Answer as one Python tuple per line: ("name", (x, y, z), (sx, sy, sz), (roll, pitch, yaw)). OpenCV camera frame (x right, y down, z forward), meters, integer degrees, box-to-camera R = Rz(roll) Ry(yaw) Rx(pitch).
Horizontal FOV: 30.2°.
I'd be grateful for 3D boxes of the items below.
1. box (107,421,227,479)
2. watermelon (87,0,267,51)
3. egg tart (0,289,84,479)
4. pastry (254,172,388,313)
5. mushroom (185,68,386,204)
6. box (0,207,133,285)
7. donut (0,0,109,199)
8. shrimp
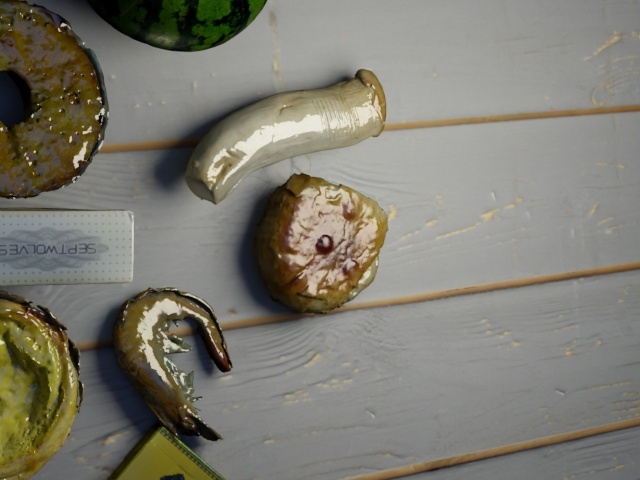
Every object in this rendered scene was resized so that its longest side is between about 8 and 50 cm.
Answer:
("box", (-0.272, 0.421, 1.735), (0.153, 0.041, 0.279), (45, 74, -18))
("watermelon", (-0.198, -0.401, 1.617), (0.285, 0.285, 0.285), (-1, 92, -24))
("egg tart", (-0.463, 0.205, 1.616), (0.279, 0.095, 0.278), (2, 86, -27))
("pastry", (0.000, 0.000, 1.812), (0.218, 0.100, 0.229), (-35, 107, -20))
("mushroom", (-0.050, -0.162, 1.778), (0.351, 0.095, 0.122), (-26, 83, -23))
("box", (-0.381, 0.004, 1.511), (0.210, 0.330, 0.095), (-1, 93, -24))
("donut", (-0.427, -0.190, 1.614), (0.272, 0.107, 0.272), (2, 86, -27))
("shrimp", (-0.203, 0.179, 1.755), (0.173, 0.058, 0.253), (-46, 107, -25))
